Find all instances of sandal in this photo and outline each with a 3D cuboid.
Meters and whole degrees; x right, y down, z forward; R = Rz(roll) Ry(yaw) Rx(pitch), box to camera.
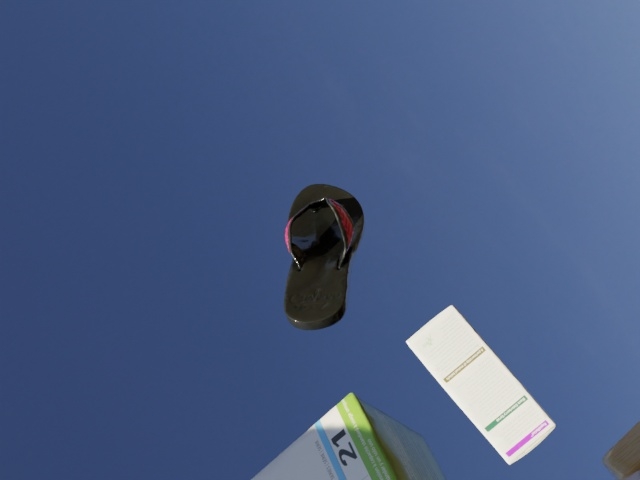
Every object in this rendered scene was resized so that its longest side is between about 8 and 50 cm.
[{"bbox_3d":[0.000,0.000,0.807,0.179,0.067,0.040,-86,-18,-53],"label":"sandal"}]

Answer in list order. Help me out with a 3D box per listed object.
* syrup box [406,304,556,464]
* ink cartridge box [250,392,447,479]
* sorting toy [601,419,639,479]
[{"bbox_3d":[0.243,0.216,1.494,0.237,0.096,0.093,51,-176,11],"label":"syrup box"},{"bbox_3d":[-0.012,0.260,0.651,0.097,0.255,0.188,38,-165,-42],"label":"ink cartridge box"},{"bbox_3d":[0.391,0.166,0.879,0.089,0.257,0.255,46,180,34],"label":"sorting toy"}]
